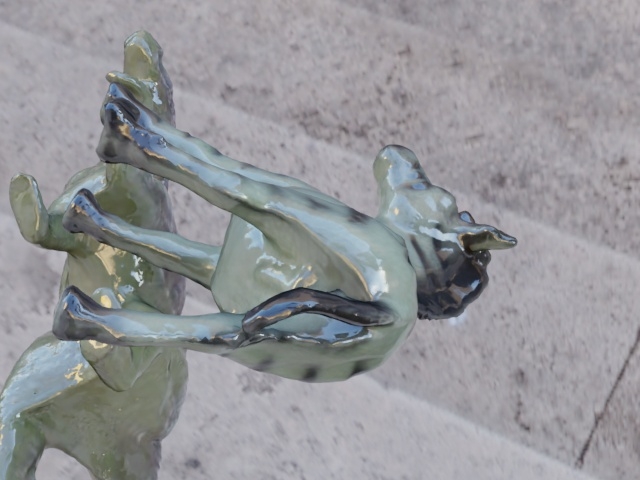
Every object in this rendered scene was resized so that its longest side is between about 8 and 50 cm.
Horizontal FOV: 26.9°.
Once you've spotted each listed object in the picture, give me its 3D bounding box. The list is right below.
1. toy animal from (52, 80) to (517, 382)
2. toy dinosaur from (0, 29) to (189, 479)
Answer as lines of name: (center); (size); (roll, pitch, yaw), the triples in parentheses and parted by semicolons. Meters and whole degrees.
toy animal: (-0.002, 0.005, 0.473); (0.176, 0.217, 0.073); (19, 101, -10)
toy dinosaur: (-0.099, 0.033, 0.635); (0.077, 0.162, 0.294); (9, 80, 13)
